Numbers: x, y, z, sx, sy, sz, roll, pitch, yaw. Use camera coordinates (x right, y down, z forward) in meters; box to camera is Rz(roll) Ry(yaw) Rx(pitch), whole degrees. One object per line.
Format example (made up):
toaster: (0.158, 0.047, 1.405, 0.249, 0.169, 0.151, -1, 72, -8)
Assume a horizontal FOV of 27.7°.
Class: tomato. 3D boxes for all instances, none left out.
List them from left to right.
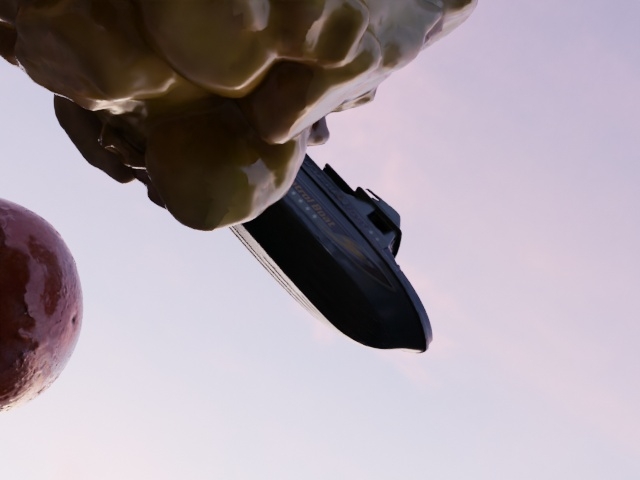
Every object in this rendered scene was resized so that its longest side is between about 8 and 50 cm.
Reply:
tomato: (-0.321, 0.059, 1.179, 0.208, 0.208, 0.184, 37, -9, -2)

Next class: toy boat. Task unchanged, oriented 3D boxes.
toy boat: (0.001, -0.003, 1.235, 0.296, 0.122, 0.114, 45, -34, 14)

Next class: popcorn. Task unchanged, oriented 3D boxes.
popcorn: (-0.073, -0.222, 0.866, 0.390, 0.344, 0.354, 59, -5, 28)
